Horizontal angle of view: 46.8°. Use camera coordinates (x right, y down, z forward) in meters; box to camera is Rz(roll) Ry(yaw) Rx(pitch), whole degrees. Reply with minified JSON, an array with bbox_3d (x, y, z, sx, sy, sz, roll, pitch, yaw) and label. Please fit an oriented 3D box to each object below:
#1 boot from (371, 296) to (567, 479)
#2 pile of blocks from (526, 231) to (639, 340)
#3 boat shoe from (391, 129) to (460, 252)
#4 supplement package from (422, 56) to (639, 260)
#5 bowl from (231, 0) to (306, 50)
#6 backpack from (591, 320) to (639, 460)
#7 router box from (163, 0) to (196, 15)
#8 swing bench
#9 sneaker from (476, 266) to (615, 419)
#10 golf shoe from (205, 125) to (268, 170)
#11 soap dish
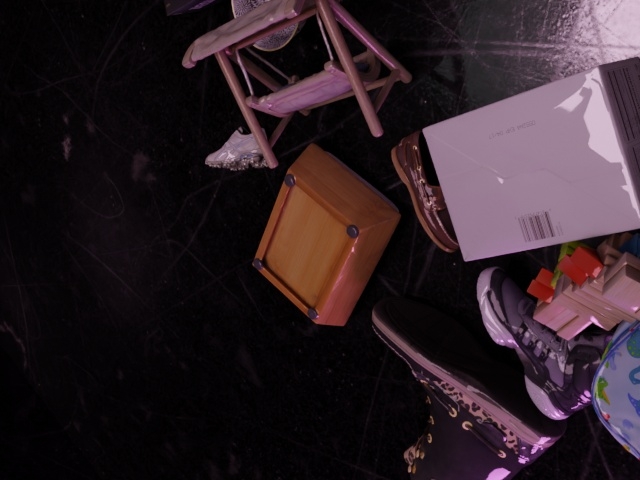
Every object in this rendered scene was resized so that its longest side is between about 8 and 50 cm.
[{"bbox_3d":[0.213,0.301,1.316,0.377,0.138,0.284,34,127,21],"label":"boot"},{"bbox_3d":[0.358,0.032,0.943,0.113,0.149,0.362,29,169,0],"label":"pile of blocks"},{"bbox_3d":[0.189,-0.082,1.215,0.073,0.073,0.207,-33,84,47],"label":"boat shoe"},{"bbox_3d":[0.309,-0.104,1.003,0.262,0.145,0.204,-14,96,45],"label":"supplement package"},{"bbox_3d":[-0.072,-0.426,1.307,0.170,0.080,0.170,19,120,36],"label":"bowl"},{"bbox_3d":[0.506,0.139,0.917,0.290,0.273,0.355,44,144,12],"label":"backpack"},{"bbox_3d":[-0.234,-0.548,1.323,0.309,0.081,0.242,20,123,65],"label":"router box"},{"bbox_3d":[-0.036,-0.282,1.199,0.253,0.165,0.254,-10,131,41],"label":"swing bench"},{"bbox_3d":[0.361,0.142,1.136,0.153,0.101,0.268,-29,93,45],"label":"sneaker"},{"bbox_3d":[-0.168,-0.189,1.521,0.176,0.069,0.086,-2,86,40],"label":"golf shoe"},{"bbox_3d":[0.000,0.000,1.392,0.229,0.118,0.291,42,129,23],"label":"soap dish"}]
